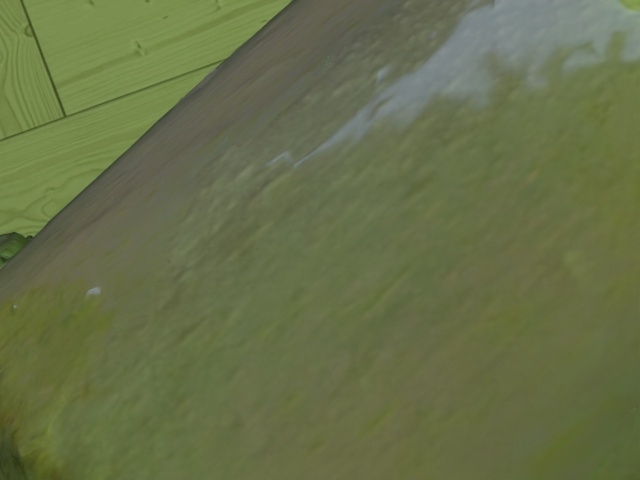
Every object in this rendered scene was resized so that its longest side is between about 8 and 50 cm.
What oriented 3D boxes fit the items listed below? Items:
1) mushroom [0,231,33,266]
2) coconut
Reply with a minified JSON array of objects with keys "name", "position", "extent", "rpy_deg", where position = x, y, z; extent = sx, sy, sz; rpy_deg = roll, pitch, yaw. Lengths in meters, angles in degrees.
[{"name":"mushroom","position":[-0.317,0.089,1.452],"extent":[0.255,0.184,0.255],"rpy_deg":[-24,21,10]},{"name":"coconut","position":[0.072,0.045,0.445],"extent":[0.309,0.297,0.297],"rpy_deg":[-40,8,5]}]
